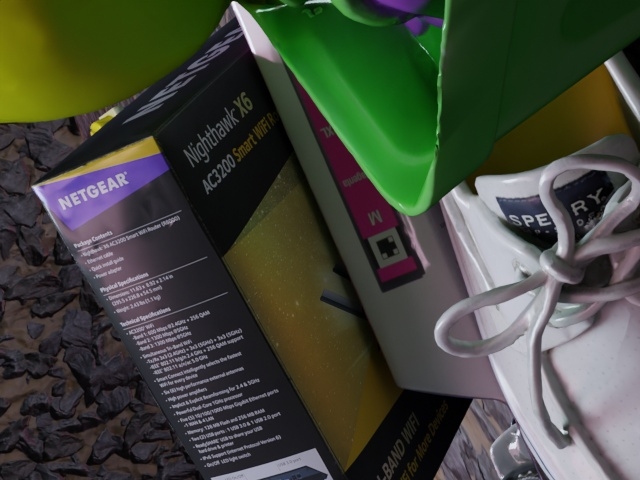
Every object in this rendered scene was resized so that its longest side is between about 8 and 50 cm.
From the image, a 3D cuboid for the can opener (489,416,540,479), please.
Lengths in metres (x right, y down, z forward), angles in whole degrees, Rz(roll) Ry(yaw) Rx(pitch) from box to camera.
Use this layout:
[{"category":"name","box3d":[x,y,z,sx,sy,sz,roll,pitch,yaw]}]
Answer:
[{"category":"can opener","box3d":[0.199,0.236,1.029,0.283,0.076,0.095,66,-160,0]}]

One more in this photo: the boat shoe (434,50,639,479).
[{"category":"boat shoe","box3d":[0.111,-0.010,0.677,0.367,0.136,0.156,71,-164,7]}]

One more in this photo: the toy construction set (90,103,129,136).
[{"category":"toy construction set","box3d":[-0.096,0.008,1.590,0.215,0.151,0.327,13,138,44]}]

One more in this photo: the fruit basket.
[{"category":"fruit basket","box3d":[-0.061,-0.182,0.574,0.392,0.392,0.283,58,159,33]}]

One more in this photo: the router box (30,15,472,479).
[{"category":"router box","box3d":[0.000,0.000,0.870,0.243,0.081,0.309,61,-150,-15]}]

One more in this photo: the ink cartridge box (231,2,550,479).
[{"category":"ink cartridge box","box3d":[0.059,-0.045,0.844,0.176,0.069,0.370,-25,-90,-62]}]
